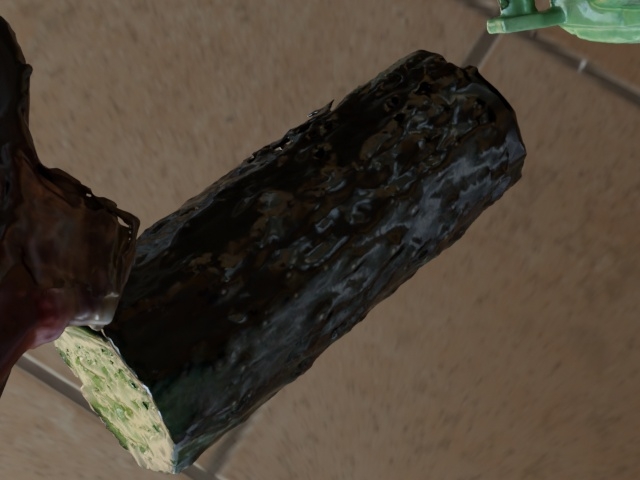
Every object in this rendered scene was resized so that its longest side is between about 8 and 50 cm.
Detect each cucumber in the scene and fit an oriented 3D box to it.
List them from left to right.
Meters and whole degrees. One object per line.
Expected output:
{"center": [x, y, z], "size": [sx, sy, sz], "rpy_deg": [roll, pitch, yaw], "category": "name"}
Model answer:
{"center": [0.001, -0.002, 0.711], "size": [0.211, 0.062, 0.078], "rpy_deg": [-37, 100, -29], "category": "cucumber"}

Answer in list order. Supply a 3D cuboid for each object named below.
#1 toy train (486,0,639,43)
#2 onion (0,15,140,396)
{"center": [0.148, -0.126, 0.805], "size": [0.081, 0.149, 0.099], "rpy_deg": [-20, 107, -44], "category": "toy train"}
{"center": [-0.130, 0.015, 0.516], "size": [0.151, 0.098, 0.206], "rpy_deg": [11, 39, -4], "category": "onion"}
